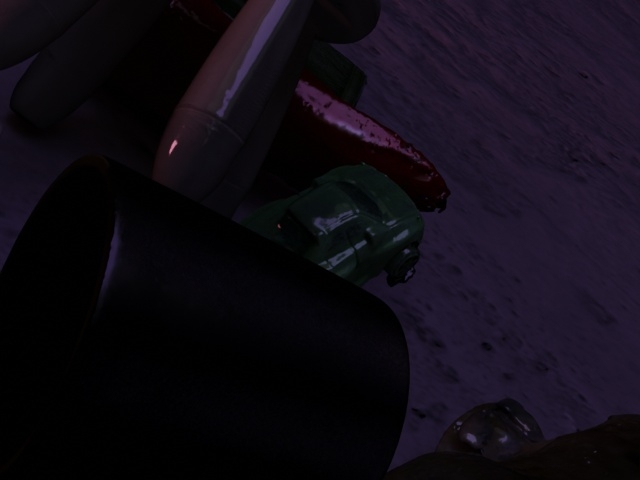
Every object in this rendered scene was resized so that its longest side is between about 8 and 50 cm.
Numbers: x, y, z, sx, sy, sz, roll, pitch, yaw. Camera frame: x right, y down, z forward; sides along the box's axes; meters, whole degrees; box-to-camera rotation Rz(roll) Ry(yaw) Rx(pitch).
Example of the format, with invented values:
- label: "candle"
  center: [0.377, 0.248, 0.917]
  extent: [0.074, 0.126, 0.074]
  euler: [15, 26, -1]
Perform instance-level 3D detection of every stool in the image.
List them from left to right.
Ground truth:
- label: "stool"
  center: [-0.092, -0.133, 0.773]
  extent: [0.195, 0.199, 0.195]
  euler: [37, -11, 3]

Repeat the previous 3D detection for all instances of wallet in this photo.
- label: "wallet"
  center: [-0.064, -0.192, 1.100]
  extent: [0.236, 0.055, 0.160]
  euler: [37, 26, -7]

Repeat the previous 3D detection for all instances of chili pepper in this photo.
- label: "chili pepper"
  center: [-0.073, -0.120, 0.924]
  extent: [0.387, 0.110, 0.110]
  euler: [33, 29, 4]

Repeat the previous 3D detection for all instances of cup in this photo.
- label: "cup"
  center: [-0.077, 0.100, 0.601]
  extent: [0.177, 0.239, 0.166]
  euler: [23, -12, -29]

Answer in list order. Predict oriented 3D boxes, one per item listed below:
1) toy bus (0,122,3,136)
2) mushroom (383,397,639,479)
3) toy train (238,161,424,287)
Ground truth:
- label: "toy bus"
  center: [-0.231, -0.009, 0.600]
  extent: [0.106, 0.092, 0.268]
  euler: [37, 20, -23]
- label: "mushroom"
  center: [0.153, 0.177, 0.685]
  extent: [0.344, 0.130, 0.247]
  euler: [7, 43, -39]
- label: "toy train"
  center: [0.000, 0.000, 0.825]
  extent: [0.149, 0.081, 0.099]
  euler: [-33, 62, -20]
